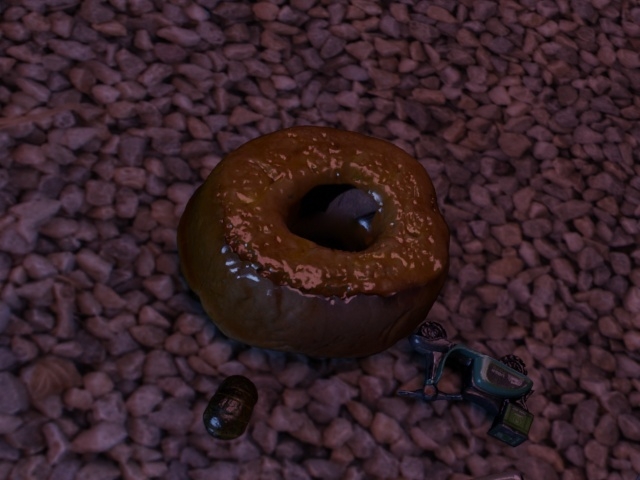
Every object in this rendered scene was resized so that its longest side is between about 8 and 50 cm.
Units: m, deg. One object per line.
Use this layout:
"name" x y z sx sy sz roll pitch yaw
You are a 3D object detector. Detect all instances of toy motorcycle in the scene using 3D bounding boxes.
"toy motorcycle" 0.175 0.166 1.389 0.173 0.058 0.100 27 59 -4

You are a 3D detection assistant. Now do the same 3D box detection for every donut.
"donut" 0.000 0.000 1.374 0.317 0.150 0.299 -36 79 -34

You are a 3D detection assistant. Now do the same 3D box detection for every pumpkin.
"pumpkin" -0.097 0.179 1.298 0.050 0.028 0.083 24 50 -2

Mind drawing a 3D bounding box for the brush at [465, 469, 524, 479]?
"brush" 0.075 0.311 1.270 0.320 0.050 0.060 -8 65 -16

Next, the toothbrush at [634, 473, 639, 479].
"toothbrush" 0.425 0.254 1.448 0.013 0.019 0.193 42 53 9
